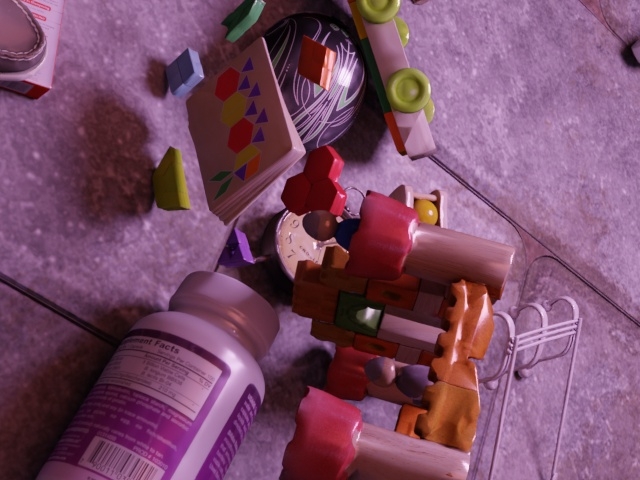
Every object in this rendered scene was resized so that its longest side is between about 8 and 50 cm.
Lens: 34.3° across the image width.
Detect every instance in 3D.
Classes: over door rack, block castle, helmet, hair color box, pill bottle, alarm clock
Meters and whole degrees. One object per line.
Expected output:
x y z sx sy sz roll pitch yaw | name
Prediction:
0.279 0.249 1.462 0.239 0.108 0.324 -5 95 -53 | over door rack
0.042 0.171 1.109 0.212 0.453 0.303 16 63 5 | block castle
-0.020 -0.197 1.334 0.169 0.169 0.161 30 40 -29 | helmet
-0.334 -0.238 1.167 0.072 0.043 0.141 16 69 -33 | hair color box
-0.162 0.185 1.111 0.169 0.169 0.301 43 56 -22 | pill bottle
0.000 0.000 1.343 0.129 0.064 0.192 45 63 -8 | alarm clock

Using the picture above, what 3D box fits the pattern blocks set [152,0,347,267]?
-0.088 -0.123 1.179 0.026 0.285 0.325 22 51 -46 | pattern blocks set

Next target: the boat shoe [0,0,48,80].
-0.411 -0.274 1.056 0.305 0.091 0.109 34 61 -15 | boat shoe

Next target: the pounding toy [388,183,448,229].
0.111 0.059 1.367 0.155 0.154 0.269 6 74 -37 | pounding toy

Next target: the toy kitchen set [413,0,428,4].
0.140 -0.409 1.567 0.083 0.068 0.075 0 78 -38 | toy kitchen set

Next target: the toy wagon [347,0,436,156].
0.088 -0.279 1.402 0.267 0.068 0.344 -9 80 -83 | toy wagon

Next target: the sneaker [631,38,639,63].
0.733 -0.354 1.977 0.366 0.135 0.150 -20 88 -39 | sneaker
